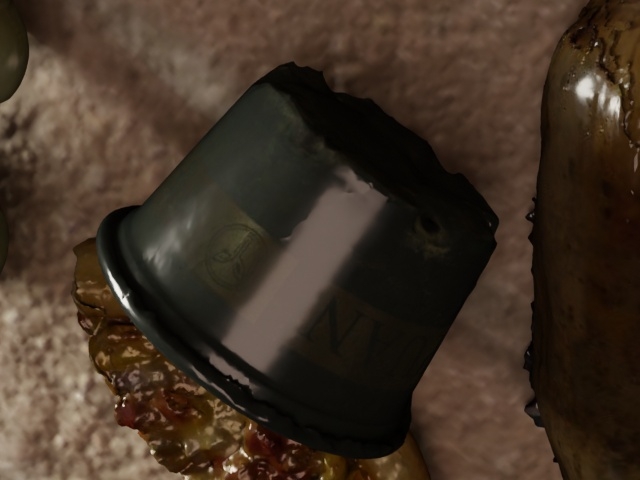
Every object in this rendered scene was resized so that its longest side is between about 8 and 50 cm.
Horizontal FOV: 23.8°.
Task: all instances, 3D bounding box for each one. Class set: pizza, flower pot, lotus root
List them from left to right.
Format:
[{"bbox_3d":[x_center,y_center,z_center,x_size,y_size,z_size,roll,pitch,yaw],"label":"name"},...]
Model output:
[{"bbox_3d":[-0.027,0.093,0.724,0.127,0.058,0.246,-25,103,26],"label":"pizza"},{"bbox_3d":[0.000,0.000,0.626,0.157,0.157,0.107,36,109,-2],"label":"flower pot"},{"bbox_3d":[0.161,0.053,0.639,0.167,0.078,0.329,2,115,18],"label":"lotus root"}]

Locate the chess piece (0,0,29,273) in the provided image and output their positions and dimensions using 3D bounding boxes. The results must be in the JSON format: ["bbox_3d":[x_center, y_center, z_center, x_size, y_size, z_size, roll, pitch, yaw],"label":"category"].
[{"bbox_3d":[-0.184,-0.072,0.665,0.133,0.133,0.243,21,112,6],"label":"chess piece"}]
